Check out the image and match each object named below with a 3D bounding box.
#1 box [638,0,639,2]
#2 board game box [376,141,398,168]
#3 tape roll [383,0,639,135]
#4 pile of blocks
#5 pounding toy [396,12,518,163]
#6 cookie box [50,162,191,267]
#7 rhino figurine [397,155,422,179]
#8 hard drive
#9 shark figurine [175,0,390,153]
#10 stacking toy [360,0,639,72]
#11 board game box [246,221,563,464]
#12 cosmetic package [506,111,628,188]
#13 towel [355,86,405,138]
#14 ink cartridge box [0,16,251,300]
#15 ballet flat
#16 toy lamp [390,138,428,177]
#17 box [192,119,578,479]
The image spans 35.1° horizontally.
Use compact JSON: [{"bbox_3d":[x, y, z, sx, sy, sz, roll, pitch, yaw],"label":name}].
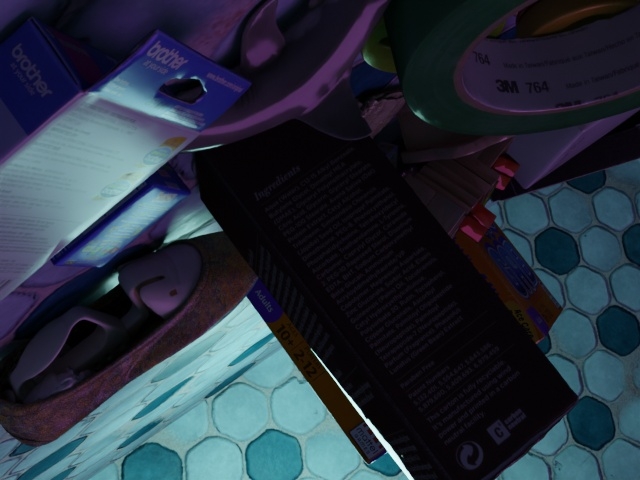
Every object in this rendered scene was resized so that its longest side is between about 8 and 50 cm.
[{"bbox_3d":[0.447,-0.273,1.299,0.213,0.117,0.243,3,166,-17],"label":"box"},{"bbox_3d":[0.051,-0.049,1.258,0.154,0.026,0.103,-38,138,-52],"label":"board game box"},{"bbox_3d":[0.212,-0.186,0.799,0.321,0.077,0.321,-11,163,-3],"label":"tape roll"},{"bbox_3d":[0.175,-0.043,1.331,0.362,0.112,0.149,-40,162,-53],"label":"pile of blocks"},{"bbox_3d":[0.202,-0.208,1.256,0.269,0.155,0.154,-23,-165,-22],"label":"pounding toy"},{"bbox_3d":[-0.172,-0.025,0.844,0.107,0.040,0.092,-38,171,8],"label":"cookie box"},{"bbox_3d":[0.060,-0.059,1.408,0.106,0.073,0.243,15,142,-24],"label":"rhino figurine"},{"bbox_3d":[0.457,-0.183,1.771,0.338,0.064,0.237,-17,-159,20],"label":"hard drive"},{"bbox_3d":[0.015,-0.139,0.758,0.278,0.116,0.166,-39,173,26],"label":"shark figurine"},{"bbox_3d":[0.168,-0.267,0.862,0.279,0.130,0.309,-8,161,-11],"label":"stacking toy"},{"bbox_3d":[0.155,0.103,1.743,0.356,0.356,0.356,-39,171,16],"label":"board game box"},{"bbox_3d":[0.472,-0.290,1.573,0.453,0.161,0.230,-33,170,-19],"label":"cosmetic package"},{"bbox_3d":[0.036,-0.124,1.180,0.148,0.027,0.110,-42,169,33],"label":"towel"},{"bbox_3d":[-0.198,-0.033,0.634,0.311,0.065,0.186,-36,171,10],"label":"ink cartridge box"},{"bbox_3d":[-0.213,0.087,1.095,0.348,0.123,0.123,-38,171,-5],"label":"ballet flat"},{"bbox_3d":[0.184,-0.132,1.548,0.080,0.080,0.274,-41,171,28],"label":"toy lamp"},{"bbox_3d":[0.045,0.045,0.935,0.143,0.381,0.191,-37,172,-12],"label":"box"}]
